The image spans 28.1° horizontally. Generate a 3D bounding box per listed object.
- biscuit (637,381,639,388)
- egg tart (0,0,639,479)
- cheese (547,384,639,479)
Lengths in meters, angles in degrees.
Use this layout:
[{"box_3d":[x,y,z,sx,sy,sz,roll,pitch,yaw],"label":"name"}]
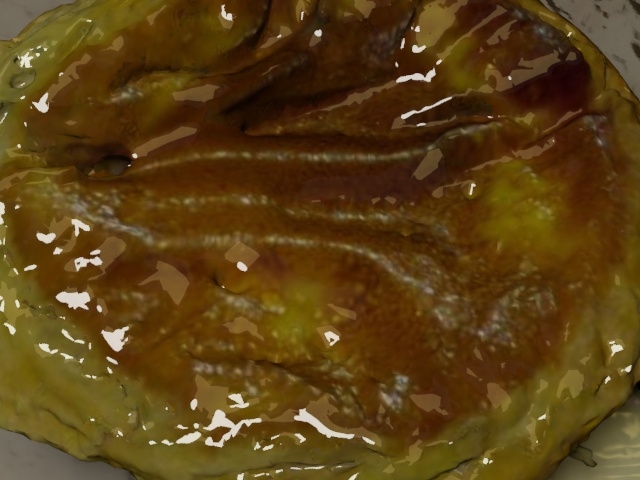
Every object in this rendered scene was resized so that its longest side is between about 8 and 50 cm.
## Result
[{"box_3d":[0.319,-0.014,0.681,0.107,0.073,0.388,44,59,13],"label":"biscuit"},{"box_3d":[0.000,0.000,0.633,0.339,0.153,0.351,40,67,14],"label":"egg tart"},{"box_3d":[0.192,0.130,0.644,0.227,0.064,0.137,-3,70,-5],"label":"cheese"}]
